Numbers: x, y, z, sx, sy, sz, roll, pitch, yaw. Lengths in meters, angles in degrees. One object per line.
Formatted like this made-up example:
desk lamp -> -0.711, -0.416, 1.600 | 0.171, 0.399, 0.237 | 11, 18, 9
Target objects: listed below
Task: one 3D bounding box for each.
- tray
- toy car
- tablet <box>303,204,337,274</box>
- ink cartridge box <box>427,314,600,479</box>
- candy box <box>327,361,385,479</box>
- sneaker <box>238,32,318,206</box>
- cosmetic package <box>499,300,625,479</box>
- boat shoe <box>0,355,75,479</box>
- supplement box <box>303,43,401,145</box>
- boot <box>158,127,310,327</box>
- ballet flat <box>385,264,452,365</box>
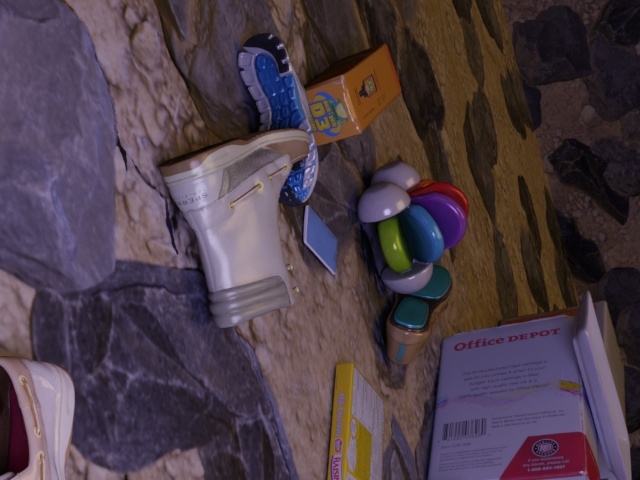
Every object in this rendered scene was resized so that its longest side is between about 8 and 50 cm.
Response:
tray -> 0.414, 0.222, 1.303 | 0.145, 0.030, 0.270 | -50, 124, -64
toy car -> 0.141, -0.025, 1.237 | 0.182, 0.136, 0.159 | -58, 131, -60
tablet -> 0.000, 0.000, 1.063 | 0.083, 0.006, 0.054 | 48, 37, -48
ink cartridge box -> 0.295, 0.274, 1.327 | 0.306, 0.226, 0.131 | -71, 142, -51
candy box -> 0.040, 0.252, 0.997 | 0.105, 0.027, 0.206 | 57, 30, -45
sneaker -> -0.034, -0.129, 0.976 | 0.083, 0.071, 0.191 | 15, 64, -71
cosmetic package -> 0.440, 0.293, 1.658 | 0.453, 0.230, 0.161 | -53, 126, -63
boat shoe -> -0.178, 0.146, 0.503 | 0.059, 0.063, 0.170 | 38, 35, -53
supplement box -> 0.040, -0.197, 1.173 | 0.233, 0.080, 0.078 | -53, 126, -64
boot -> -0.058, -0.018, 0.844 | 0.213, 0.077, 0.165 | -30, 105, -60
ballet flat -> 0.135, 0.104, 1.266 | 0.232, 0.080, 0.073 | -43, 146, -61
